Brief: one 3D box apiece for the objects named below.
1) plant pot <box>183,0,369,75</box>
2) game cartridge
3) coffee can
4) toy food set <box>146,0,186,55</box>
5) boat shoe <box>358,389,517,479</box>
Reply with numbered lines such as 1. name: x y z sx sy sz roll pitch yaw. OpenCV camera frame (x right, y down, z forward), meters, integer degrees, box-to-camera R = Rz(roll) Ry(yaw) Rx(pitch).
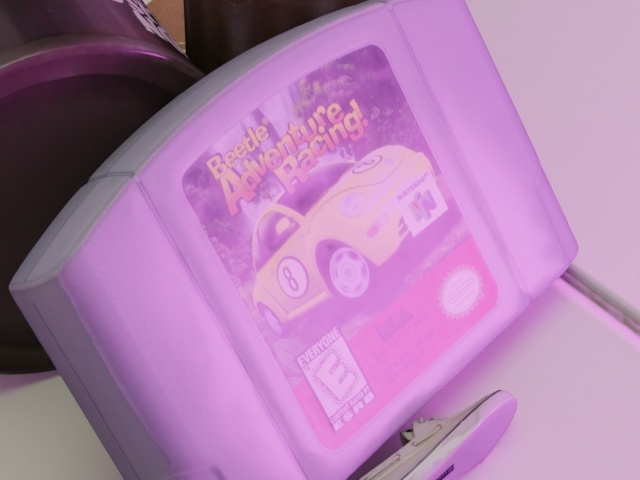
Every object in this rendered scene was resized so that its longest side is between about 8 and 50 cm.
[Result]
1. plant pot: -0.012 -0.110 0.838 0.167 0.165 0.167 -2 44 2
2. game cartridge: 0.000 0.000 0.703 0.294 0.196 0.060 -39 16 -32
3. coffee can: -0.188 -0.089 0.800 0.201 0.201 0.275 -21 45 -18
4. toy food set: -0.090 -0.151 0.994 0.083 0.020 0.082 -6 42 -2
5. boat shoe: 0.055 0.102 0.701 0.100 0.035 0.035 -39 55 -24
